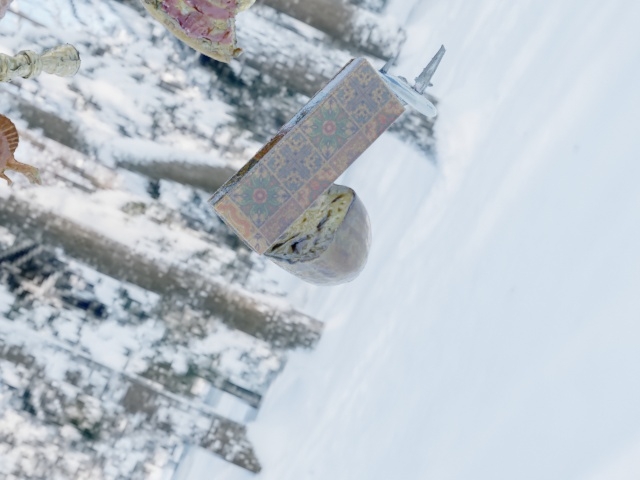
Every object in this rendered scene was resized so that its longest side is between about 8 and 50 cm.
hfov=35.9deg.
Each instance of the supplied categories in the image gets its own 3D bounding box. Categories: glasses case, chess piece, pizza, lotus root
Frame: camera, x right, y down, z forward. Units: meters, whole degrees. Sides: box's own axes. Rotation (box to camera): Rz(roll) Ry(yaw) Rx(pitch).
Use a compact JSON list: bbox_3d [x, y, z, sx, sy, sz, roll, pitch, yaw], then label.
[{"bbox_3d":[-0.015,-0.089,1.026,0.218,0.075,0.049,-45,23,-7],"label":"glasses case"},{"bbox_3d":[-0.479,-0.291,1.632,0.172,0.060,0.060,-24,-33,-53],"label":"chess piece"},{"bbox_3d":[-0.183,-0.373,1.559,0.199,0.188,0.062,-42,22,48],"label":"pizza"},{"bbox_3d":[0.000,0.001,1.857,0.188,0.199,0.180,-56,-41,-16],"label":"lotus root"}]

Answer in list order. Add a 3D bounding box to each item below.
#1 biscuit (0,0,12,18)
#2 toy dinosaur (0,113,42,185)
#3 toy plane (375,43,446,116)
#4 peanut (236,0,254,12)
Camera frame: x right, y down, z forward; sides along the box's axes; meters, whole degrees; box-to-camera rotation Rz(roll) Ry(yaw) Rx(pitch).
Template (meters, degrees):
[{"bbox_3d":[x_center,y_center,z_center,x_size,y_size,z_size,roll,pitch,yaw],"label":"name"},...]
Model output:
[{"bbox_3d":[-0.678,-0.419,1.904,0.312,0.110,0.318,-51,24,26],"label":"biscuit"},{"bbox_3d":[-0.563,-0.185,1.683,0.057,0.142,0.212,-55,-37,-46],"label":"toy dinosaur"},{"bbox_3d":[0.156,-0.274,1.819,0.226,0.058,0.226,-37,-23,22],"label":"toy plane"},{"bbox_3d":[-0.215,-0.490,1.825,0.087,0.206,0.087,-57,18,30],"label":"peanut"}]
